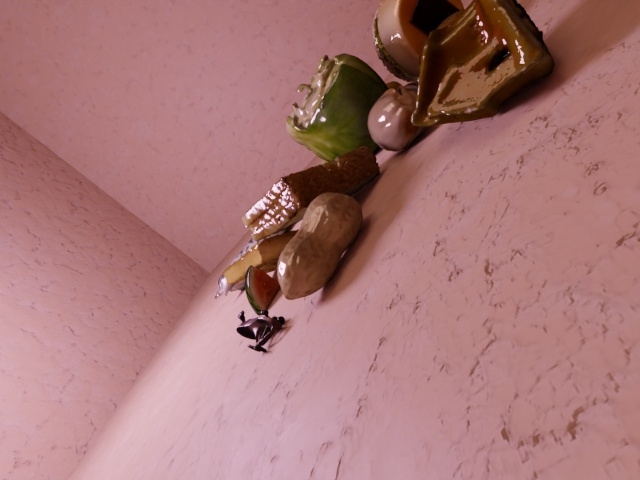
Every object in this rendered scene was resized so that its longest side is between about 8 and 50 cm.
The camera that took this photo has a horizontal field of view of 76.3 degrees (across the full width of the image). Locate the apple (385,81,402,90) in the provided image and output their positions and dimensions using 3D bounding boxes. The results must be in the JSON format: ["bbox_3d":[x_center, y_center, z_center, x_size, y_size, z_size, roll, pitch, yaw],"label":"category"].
[{"bbox_3d":[0.243,-0.484,1.399,0.101,0.099,0.114,-7,63,36],"label":"apple"}]

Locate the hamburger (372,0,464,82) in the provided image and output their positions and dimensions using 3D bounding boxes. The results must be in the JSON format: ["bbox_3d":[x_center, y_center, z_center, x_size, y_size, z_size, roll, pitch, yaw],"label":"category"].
[{"bbox_3d":[0.295,-0.634,1.243,0.300,0.300,0.176,-52,18,-10],"label":"hamburger"}]

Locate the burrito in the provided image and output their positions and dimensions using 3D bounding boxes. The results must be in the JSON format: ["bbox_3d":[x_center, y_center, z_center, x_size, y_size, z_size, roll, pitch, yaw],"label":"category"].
[{"bbox_3d":[-0.252,0.052,1.561,0.446,0.101,0.139,-54,18,-27],"label":"burrito"}]

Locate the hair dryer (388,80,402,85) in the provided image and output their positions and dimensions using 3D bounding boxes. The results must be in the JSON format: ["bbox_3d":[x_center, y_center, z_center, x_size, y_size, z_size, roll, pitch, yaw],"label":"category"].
[{"bbox_3d":[0.226,-0.487,1.602,0.248,0.077,0.196,-52,9,39],"label":"hair dryer"}]

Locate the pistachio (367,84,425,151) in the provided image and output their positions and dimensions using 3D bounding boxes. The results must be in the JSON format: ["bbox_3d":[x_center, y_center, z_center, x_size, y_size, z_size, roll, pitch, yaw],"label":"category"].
[{"bbox_3d":[0.182,-0.286,0.979,0.144,0.144,0.215,-50,3,-2],"label":"pistachio"}]

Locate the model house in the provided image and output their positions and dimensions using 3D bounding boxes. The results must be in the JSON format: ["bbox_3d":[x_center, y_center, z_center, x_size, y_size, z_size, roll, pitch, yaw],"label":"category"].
[{"bbox_3d":[0.235,-0.287,0.683,0.239,0.173,0.268,-38,14,39],"label":"model house"}]

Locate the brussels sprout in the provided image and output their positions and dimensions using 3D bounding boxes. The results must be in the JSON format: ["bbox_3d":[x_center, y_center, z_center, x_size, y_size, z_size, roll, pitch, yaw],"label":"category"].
[{"bbox_3d":[0.066,-0.392,1.292,0.371,0.314,0.276,-4,56,53],"label":"brussels sprout"}]

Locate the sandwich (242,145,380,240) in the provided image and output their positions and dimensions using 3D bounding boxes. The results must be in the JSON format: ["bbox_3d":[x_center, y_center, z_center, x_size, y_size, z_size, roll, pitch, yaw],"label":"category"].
[{"bbox_3d":[-0.028,-0.113,1.022,0.301,0.099,0.271,-30,3,-39],"label":"sandwich"}]

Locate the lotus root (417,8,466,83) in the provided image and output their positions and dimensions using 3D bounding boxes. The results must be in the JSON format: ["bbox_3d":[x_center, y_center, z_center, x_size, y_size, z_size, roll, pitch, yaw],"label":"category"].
[{"bbox_3d":[0.335,-0.493,1.060,0.260,0.128,0.145,-48,-3,-18],"label":"lotus root"}]

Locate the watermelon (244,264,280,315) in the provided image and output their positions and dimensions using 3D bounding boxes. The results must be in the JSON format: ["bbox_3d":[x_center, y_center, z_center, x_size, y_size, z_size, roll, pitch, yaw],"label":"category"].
[{"bbox_3d":[-0.148,0.127,1.068,0.094,0.125,0.135,-22,-9,-5],"label":"watermelon"}]

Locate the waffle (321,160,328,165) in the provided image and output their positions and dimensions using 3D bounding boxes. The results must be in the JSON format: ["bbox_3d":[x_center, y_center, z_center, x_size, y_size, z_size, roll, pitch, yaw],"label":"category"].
[{"bbox_3d":[0.080,-0.325,1.577,0.317,0.073,0.297,-48,12,5],"label":"waffle"}]

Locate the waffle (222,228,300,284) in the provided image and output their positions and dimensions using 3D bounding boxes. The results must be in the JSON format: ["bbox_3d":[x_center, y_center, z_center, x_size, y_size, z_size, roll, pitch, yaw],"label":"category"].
[{"bbox_3d":[-0.152,0.050,1.141,0.168,0.057,0.274,-18,-9,-38],"label":"waffle"}]

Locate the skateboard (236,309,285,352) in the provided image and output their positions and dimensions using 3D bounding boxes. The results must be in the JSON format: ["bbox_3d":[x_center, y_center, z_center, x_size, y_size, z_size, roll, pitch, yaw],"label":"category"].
[{"bbox_3d":[-0.129,0.186,0.832,0.151,0.067,0.080,-24,37,55],"label":"skateboard"}]

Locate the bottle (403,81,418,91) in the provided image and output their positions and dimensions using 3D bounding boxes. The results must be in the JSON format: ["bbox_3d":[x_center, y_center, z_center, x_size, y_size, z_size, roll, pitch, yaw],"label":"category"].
[{"bbox_3d":[0.250,-0.396,1.152,0.099,0.099,0.152,-44,10,24],"label":"bottle"}]

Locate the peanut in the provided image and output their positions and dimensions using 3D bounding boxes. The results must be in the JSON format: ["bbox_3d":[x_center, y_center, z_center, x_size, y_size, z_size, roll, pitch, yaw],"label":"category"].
[{"bbox_3d":[0.000,0.000,0.784,0.123,0.123,0.257,-32,21,54],"label":"peanut"}]
